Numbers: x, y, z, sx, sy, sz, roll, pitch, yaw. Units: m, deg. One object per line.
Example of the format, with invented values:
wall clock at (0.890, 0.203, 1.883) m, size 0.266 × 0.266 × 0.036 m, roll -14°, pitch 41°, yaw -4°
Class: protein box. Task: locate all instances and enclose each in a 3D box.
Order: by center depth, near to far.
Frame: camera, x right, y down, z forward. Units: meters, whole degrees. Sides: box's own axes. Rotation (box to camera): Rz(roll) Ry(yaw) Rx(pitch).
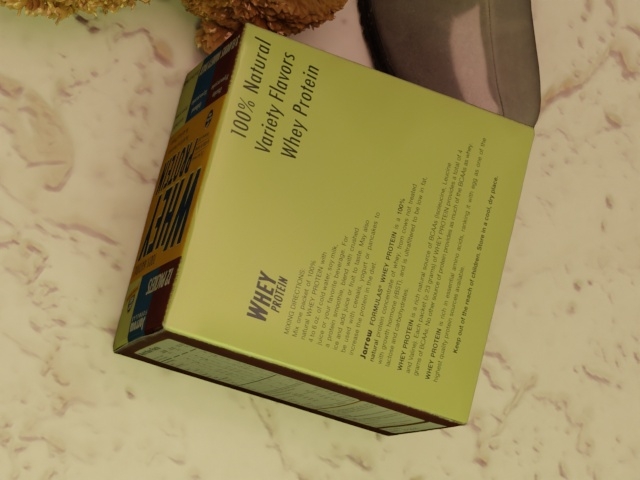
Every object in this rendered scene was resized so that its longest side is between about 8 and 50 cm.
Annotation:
protein box at (0.000, 0.000, 1.171) m, size 0.201 × 0.136 × 0.199 m, roll 19°, pitch 75°, yaw -16°

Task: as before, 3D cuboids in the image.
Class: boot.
boot at (0.106, -0.235, 1.205) m, size 0.118 × 0.223 × 0.338 m, roll -12°, pitch 84°, yaw -22°

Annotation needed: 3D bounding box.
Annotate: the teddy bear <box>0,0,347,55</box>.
teddy bear at (-0.122, -0.241, 1.147) m, size 0.338 × 0.113 × 0.245 m, roll 5°, pitch 104°, yaw -33°
